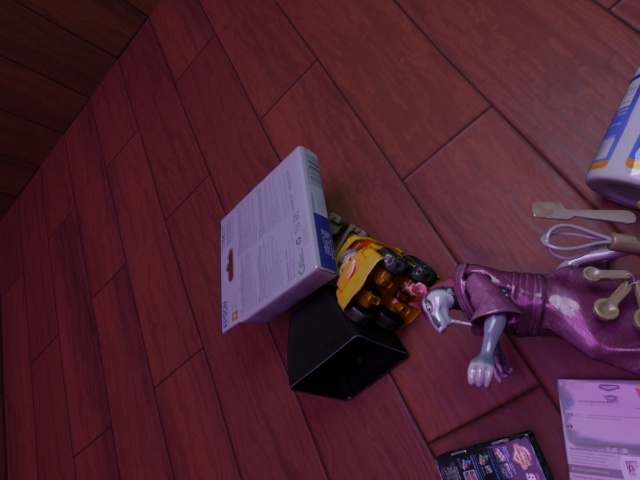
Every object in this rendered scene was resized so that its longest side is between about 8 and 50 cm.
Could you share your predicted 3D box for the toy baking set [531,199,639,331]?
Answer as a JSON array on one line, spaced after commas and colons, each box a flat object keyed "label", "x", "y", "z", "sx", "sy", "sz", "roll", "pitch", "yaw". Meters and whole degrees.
[{"label": "toy baking set", "x": 0.422, "y": 0.014, "z": 0.601, "sx": 0.196, "sy": 0.030, "sz": 0.256, "roll": -18, "pitch": 55, "yaw": -8}]

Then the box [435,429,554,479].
[{"label": "box", "x": 0.315, "y": 0.454, "z": 0.738, "sx": 0.175, "sy": 0.051, "sz": 0.220, "roll": -31, "pitch": 61, "yaw": 26}]

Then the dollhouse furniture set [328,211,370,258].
[{"label": "dollhouse furniture set", "x": 0.000, "y": 0.000, "z": 1.047, "sx": 0.151, "sy": 0.123, "sz": 0.144, "roll": 35, "pitch": 99, "yaw": 37}]

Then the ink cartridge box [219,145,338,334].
[{"label": "ink cartridge box", "x": -0.112, "y": 0.007, "z": 0.994, "sx": 0.330, "sy": 0.071, "sz": 0.324, "roll": -37, "pitch": 47, "yaw": 36}]

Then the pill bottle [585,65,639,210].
[{"label": "pill bottle", "x": 0.544, "y": -0.190, "z": 0.680, "sx": 0.152, "sy": 0.152, "sz": 0.272, "roll": 27, "pitch": 94, "yaw": 38}]

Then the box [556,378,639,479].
[{"label": "box", "x": 0.458, "y": 0.311, "z": 0.680, "sx": 0.145, "sy": 0.038, "sz": 0.186, "roll": -11, "pitch": 72, "yaw": 34}]

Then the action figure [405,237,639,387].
[{"label": "action figure", "x": 0.314, "y": 0.088, "z": 0.659, "sx": 0.369, "sy": 0.248, "sz": 0.276, "roll": 10, "pitch": 82, "yaw": 14}]

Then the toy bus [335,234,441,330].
[{"label": "toy bus", "x": 0.103, "y": 0.058, "z": 0.904, "sx": 0.149, "sy": 0.220, "sz": 0.211, "roll": -55, "pitch": 46, "yaw": 16}]

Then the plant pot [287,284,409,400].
[{"label": "plant pot", "x": 0.038, "y": 0.207, "z": 0.937, "sx": 0.188, "sy": 0.187, "sz": 0.167, "roll": -42, "pitch": 45, "yaw": 20}]
